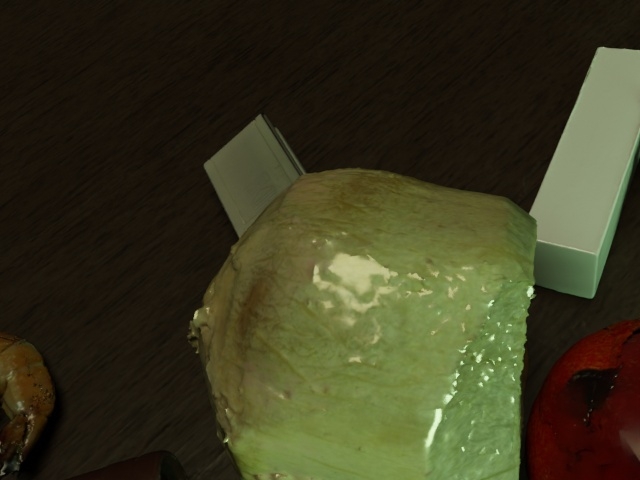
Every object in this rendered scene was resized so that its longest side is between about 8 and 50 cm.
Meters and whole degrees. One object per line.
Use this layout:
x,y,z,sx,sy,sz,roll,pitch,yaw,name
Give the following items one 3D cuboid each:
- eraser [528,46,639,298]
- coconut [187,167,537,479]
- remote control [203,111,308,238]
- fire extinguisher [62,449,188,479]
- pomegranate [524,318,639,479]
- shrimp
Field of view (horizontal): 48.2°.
0.296,-0.083,0.768,0.076,0.078,0.298,14,57,26,eraser
0.037,0.084,0.573,0.254,0.297,0.297,3,52,15,coconut
-0.045,-0.029,0.826,0.103,0.055,0.277,-40,49,10,remote control
-0.280,0.293,0.610,0.343,0.102,0.138,-18,50,1,fire extinguisher
0.257,0.152,0.508,0.210,0.210,0.235,26,35,32,pomegranate
-0.400,0.215,0.738,0.222,0.054,0.290,18,50,28,shrimp
